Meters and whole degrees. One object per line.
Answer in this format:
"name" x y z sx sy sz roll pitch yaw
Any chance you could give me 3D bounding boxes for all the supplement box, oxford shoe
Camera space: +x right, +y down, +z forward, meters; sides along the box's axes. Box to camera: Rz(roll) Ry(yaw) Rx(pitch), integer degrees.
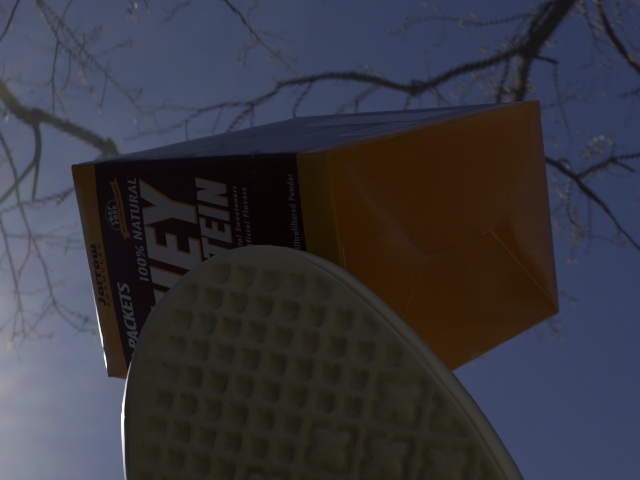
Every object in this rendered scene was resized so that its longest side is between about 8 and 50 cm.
"supplement box" 0.000 0.000 0.625 0.191 0.194 0.129 -19 -75 -46
"oxford shoe" 0.058 0.207 0.466 0.169 0.130 0.449 -34 -98 6
